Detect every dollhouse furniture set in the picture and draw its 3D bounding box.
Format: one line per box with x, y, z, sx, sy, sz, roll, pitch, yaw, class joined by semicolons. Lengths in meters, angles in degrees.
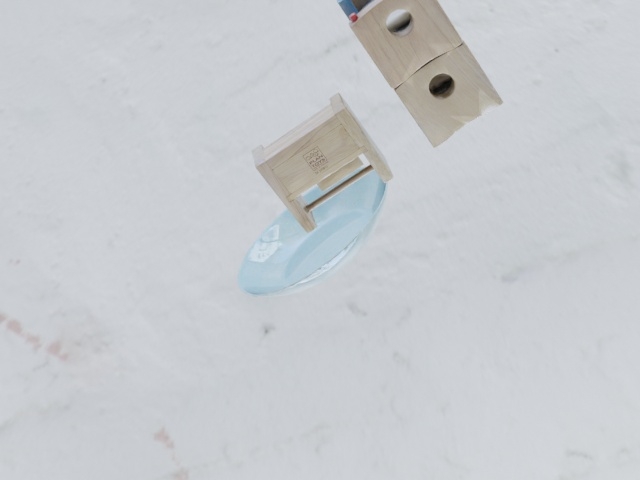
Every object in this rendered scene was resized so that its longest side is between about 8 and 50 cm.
0.021;-0.129;0.965;0.183;0.129;0.129;-33;-61;8;dollhouse furniture set

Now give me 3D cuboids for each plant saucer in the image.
0.000;0.000;1.265;0.195;0.195;0.037;-36;-67;9;plant saucer
